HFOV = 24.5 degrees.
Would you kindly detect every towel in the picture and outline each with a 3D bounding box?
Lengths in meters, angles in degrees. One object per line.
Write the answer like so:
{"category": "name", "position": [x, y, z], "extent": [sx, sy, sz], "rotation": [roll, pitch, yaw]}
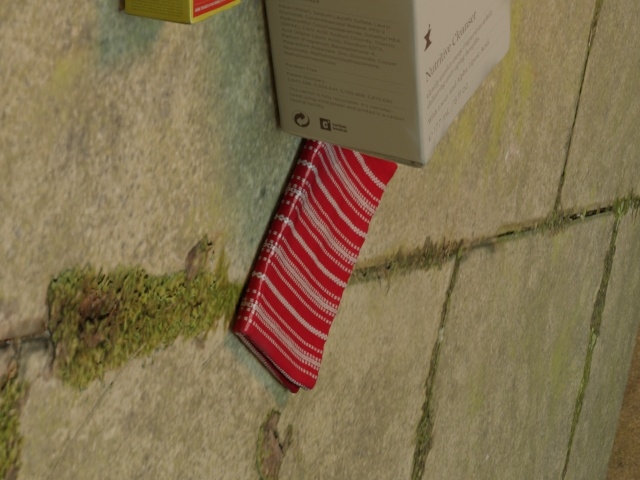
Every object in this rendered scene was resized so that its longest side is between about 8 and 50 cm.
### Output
{"category": "towel", "position": [0.000, 0.000, 1.470], "extent": [0.275, 0.031, 0.199], "rotation": [-69, 156, -17]}

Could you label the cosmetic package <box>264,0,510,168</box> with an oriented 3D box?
{"category": "cosmetic package", "position": [0.057, -0.287, 1.271], "extent": [0.217, 0.156, 0.385], "rotation": [-54, 150, -40]}

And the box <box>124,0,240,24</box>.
{"category": "box", "position": [-0.094, -0.276, 1.043], "extent": [0.087, 0.058, 0.232], "rotation": [-38, 137, -59]}
